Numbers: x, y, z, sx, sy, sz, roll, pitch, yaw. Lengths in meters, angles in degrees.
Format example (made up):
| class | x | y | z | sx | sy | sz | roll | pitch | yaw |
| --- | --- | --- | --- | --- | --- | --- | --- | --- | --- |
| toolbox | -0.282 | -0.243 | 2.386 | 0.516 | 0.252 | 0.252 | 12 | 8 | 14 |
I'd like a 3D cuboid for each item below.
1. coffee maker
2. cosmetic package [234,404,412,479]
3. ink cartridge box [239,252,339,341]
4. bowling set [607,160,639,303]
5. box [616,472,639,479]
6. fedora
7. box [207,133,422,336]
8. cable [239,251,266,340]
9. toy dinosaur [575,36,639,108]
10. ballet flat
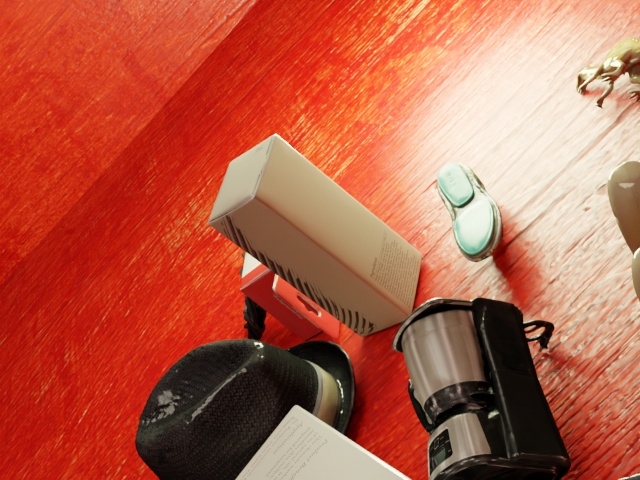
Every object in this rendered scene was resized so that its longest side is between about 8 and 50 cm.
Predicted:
| class | x | y | z | sx | sy | sz | roll | pitch | yaw |
| --- | --- | --- | --- | --- | --- | --- | --- | --- | --- |
| coffee maker | 0.169 | 0.151 | 0.916 | 0.171 | 0.120 | 0.178 | -8 | 53 | -6 |
| cosmetic package | 0.042 | 0.320 | 0.864 | 0.217 | 0.156 | 0.385 | -50 | 28 | -10 |
| ink cartridge box | -0.037 | 0.043 | 1.374 | 0.078 | 0.134 | 0.231 | -34 | 30 | 28 |
| bowling set | 0.358 | 0.047 | 0.795 | 0.200 | 0.154 | 0.287 | -14 | 39 | 22 |
| box | 0.272 | 0.228 | 0.641 | 0.207 | 0.153 | 0.108 | -30 | 33 | 36 |
| fedora | -0.120 | 0.228 | 1.228 | 0.334 | 0.152 | 0.334 | -35 | 29 | 23 |
| box | 0.000 | 0.000 | 1.214 | 0.094 | 0.275 | 0.113 | -27 | 35 | 41 |
| cable | -0.102 | 0.077 | 1.454 | 0.184 | 0.047 | 0.151 | -93 | 10 | -54 |
| toy dinosaur | 0.372 | -0.216 | 1.169 | 0.183 | 0.053 | 0.093 | -21 | 37 | 45 |
| ballet flat | 0.195 | -0.028 | 1.191 | 0.070 | 0.070 | 0.188 | -38 | 33 | 22 |
